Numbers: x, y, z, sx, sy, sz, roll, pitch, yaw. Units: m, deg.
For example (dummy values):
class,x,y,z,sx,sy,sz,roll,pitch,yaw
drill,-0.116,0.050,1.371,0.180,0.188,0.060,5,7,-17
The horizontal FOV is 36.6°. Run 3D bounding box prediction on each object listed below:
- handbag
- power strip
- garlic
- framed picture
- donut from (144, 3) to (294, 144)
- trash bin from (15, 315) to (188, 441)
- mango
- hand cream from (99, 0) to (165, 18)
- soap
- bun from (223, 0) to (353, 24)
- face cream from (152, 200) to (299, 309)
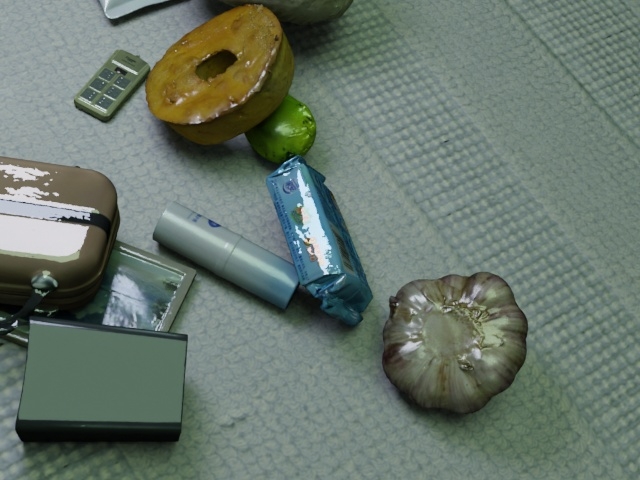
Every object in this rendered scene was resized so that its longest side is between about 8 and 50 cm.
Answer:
class,x,y,z,sx,sy,sz,roll,pitch,yaw
handbag,-0.467,0.012,1.458,0.302,0.149,0.283,10,58,-9
power strip,-0.376,-0.290,1.770,0.076,0.028,0.169,27,55,4
garlic,0.219,0.163,1.565,0.245,0.160,0.245,-5,72,17
framed picture,-0.383,0.086,1.529,0.315,0.024,0.232,21,55,0
donut,-0.167,-0.284,1.709,0.278,0.108,0.277,-18,47,21
trash bin,-0.310,0.207,1.395,0.226,0.115,0.165,5,68,-8
mango,-0.081,-0.213,1.756,0.119,0.100,0.178,-27,61,-17
hand cream,-0.430,-0.596,1.916,0.185,0.118,0.358,-27,76,-32
soap,0.000,0.000,1.609,0.077,0.156,0.293,-28,61,13
bun,-0.090,-0.535,1.825,0.362,0.234,0.326,6,21,-18
face cream,-0.150,0.025,1.597,0.250,0.077,0.077,28,55,2
